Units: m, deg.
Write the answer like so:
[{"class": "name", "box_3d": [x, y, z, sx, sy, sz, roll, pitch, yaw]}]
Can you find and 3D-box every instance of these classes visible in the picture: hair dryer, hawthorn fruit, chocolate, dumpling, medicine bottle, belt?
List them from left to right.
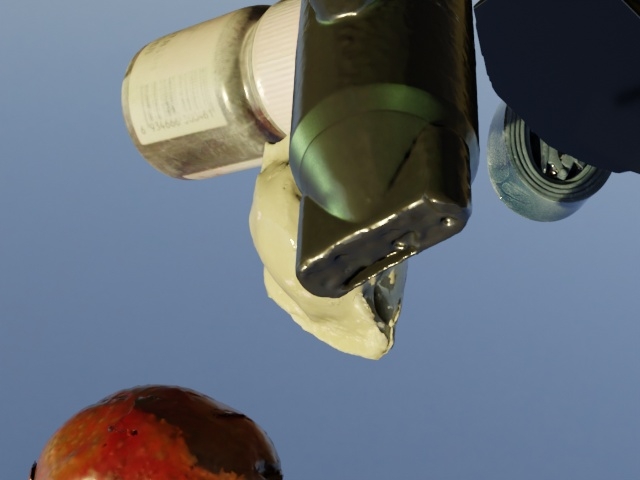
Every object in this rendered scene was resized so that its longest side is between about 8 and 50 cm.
[{"class": "hawthorn fruit", "box_3d": [-0.104, 0.193, 0.983, 0.235, 0.181, 0.181, -13, -162, 18]}, {"class": "medicine bottle", "box_3d": [-0.066, -0.160, 1.331, 0.273, 0.165, 0.165, -9, -170, 42]}, {"class": "hair dryer", "box_3d": [0.000, -0.141, 0.706, 0.116, 0.302, 0.244, -18, -141, 18]}, {"class": "dumpling", "box_3d": [0.000, 0.000, 1.001, 0.118, 0.199, 0.136, -12, 179, -31]}, {"class": "belt", "box_3d": [0.269, -0.119, 1.484, 0.141, 0.190, 0.082, 14, 158, -9]}, {"class": "chocolate", "box_3d": [0.265, -0.181, 1.055, 0.177, 0.224, 0.206, -51, -169, -23]}]

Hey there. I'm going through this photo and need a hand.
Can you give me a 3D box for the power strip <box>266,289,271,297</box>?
[{"class": "power strip", "box_3d": [-0.008, 0.044, 1.075, 0.083, 0.017, 0.027, 15, -152, -13]}]
